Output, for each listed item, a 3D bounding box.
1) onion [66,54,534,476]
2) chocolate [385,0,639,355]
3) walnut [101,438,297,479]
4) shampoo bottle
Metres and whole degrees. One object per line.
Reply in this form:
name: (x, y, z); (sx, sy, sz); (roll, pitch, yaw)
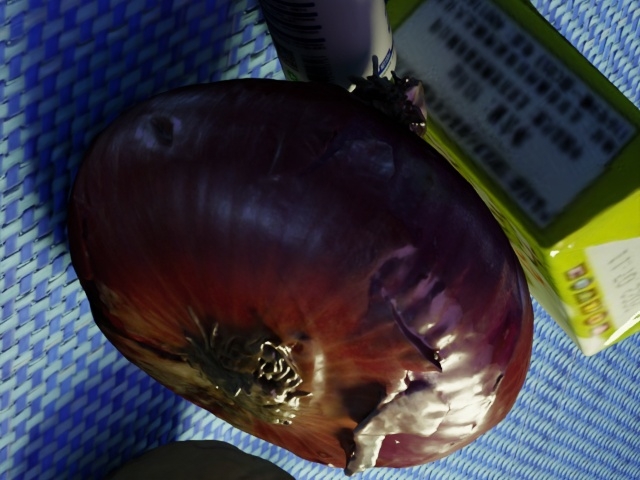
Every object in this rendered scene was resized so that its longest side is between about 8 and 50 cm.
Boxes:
onion: (0.000, 0.000, 1.329); (0.285, 0.347, 0.348); (-61, 159, -26)
chocolate: (0.178, -0.068, 1.582); (0.137, 0.301, 0.289); (-41, 152, -4)
walnut: (-0.113, 0.294, 1.575); (0.248, 0.248, 0.248); (-41, 151, -29)
shampoo bottle: (-0.010, -0.210, 1.313); (0.092, 0.092, 0.303); (-48, 153, -16)
